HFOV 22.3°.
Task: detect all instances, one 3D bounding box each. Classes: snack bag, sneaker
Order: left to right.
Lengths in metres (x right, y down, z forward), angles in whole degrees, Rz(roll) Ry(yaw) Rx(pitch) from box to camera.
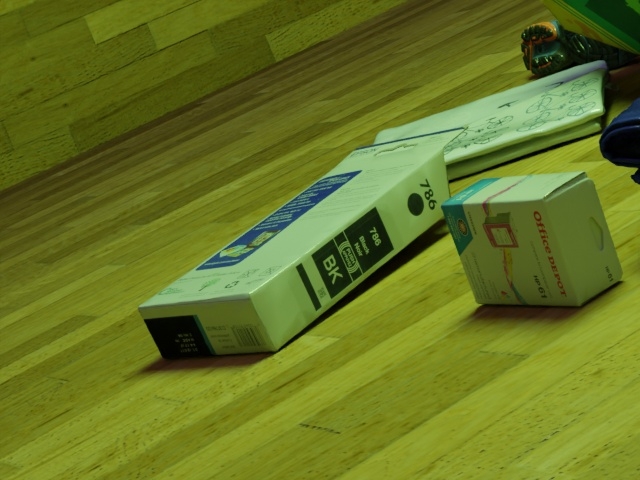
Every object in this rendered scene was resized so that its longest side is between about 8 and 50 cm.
[{"bbox_3d":[0.183,-0.132,1.874,0.323,0.037,0.342,-18,13,18],"label":"snack bag"},{"bbox_3d":[0.345,-0.260,2.052,0.087,0.083,0.221,-19,13,-27],"label":"sneaker"}]

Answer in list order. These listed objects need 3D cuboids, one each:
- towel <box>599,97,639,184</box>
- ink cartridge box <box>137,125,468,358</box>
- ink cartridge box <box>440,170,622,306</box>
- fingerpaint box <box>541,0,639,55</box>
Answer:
[{"bbox_3d":[0.378,-0.122,1.263,0.228,0.076,0.308,-3,23,37],"label":"towel"},{"bbox_3d":[0.000,0.000,1.517,0.165,0.065,0.333,-9,23,49],"label":"ink cartridge box"},{"bbox_3d":[0.158,0.000,1.225,0.052,0.088,0.122,-29,14,-32],"label":"ink cartridge box"},{"bbox_3d":[0.460,-0.395,1.732,0.445,0.163,0.371,-46,28,-3],"label":"fingerpaint box"}]
